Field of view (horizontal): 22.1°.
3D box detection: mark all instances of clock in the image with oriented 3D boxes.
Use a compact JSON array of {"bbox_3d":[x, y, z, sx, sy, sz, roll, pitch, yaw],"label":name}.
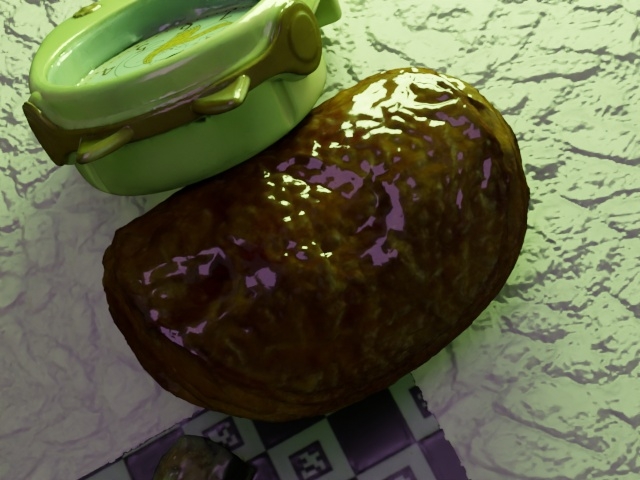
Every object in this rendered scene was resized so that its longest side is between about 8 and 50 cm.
[{"bbox_3d":[-0.124,-0.149,1.484,0.286,0.117,0.348,-19,26,11],"label":"clock"}]

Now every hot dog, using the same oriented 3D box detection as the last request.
[{"bbox_3d":[0.000,0.000,1.445,0.387,0.174,0.267,-31,59,-13],"label":"hot dog"}]

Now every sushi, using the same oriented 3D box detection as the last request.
[{"bbox_3d":[-0.038,0.271,1.401,0.359,0.064,0.343,-29,62,2],"label":"sushi"}]
